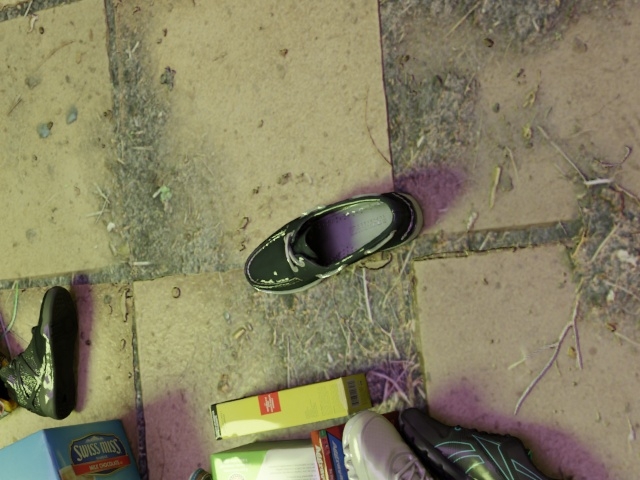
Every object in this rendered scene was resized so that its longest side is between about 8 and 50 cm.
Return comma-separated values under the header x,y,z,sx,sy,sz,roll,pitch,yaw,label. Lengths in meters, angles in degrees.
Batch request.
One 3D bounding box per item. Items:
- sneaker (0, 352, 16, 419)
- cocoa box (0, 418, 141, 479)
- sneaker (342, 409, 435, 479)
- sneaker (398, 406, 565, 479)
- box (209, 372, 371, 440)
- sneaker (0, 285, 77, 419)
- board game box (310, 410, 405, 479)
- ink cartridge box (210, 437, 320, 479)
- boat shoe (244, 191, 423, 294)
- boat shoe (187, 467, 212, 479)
x,y,z,sx,sy,sz,roll,pitch,yaw,label
-0.597,0.215,1.812,0.093,0.088,0.225,-16,81,6,sneaker
-0.481,0.459,1.631,0.347,0.231,0.228,-26,76,16,cocoa box
0.136,0.355,1.373,0.118,0.110,0.292,-29,92,51,sneaker
0.223,0.307,1.386,0.267,0.101,0.106,37,76,30,sneaker
-0.046,0.249,1.515,0.232,0.087,0.058,-15,82,27,box
-0.489,0.189,1.743,0.130,0.087,0.227,5,97,21,sneaker
0.078,0.392,1.419,0.027,0.145,0.281,-21,79,53,board game box
-0.039,0.437,1.490,0.198,0.115,0.272,-10,85,27,ink cartridge box
0.000,0.000,1.491,0.302,0.091,0.114,-27,77,24,boat shoe
-0.174,0.449,1.594,0.066,0.066,0.183,3,100,23,boat shoe
